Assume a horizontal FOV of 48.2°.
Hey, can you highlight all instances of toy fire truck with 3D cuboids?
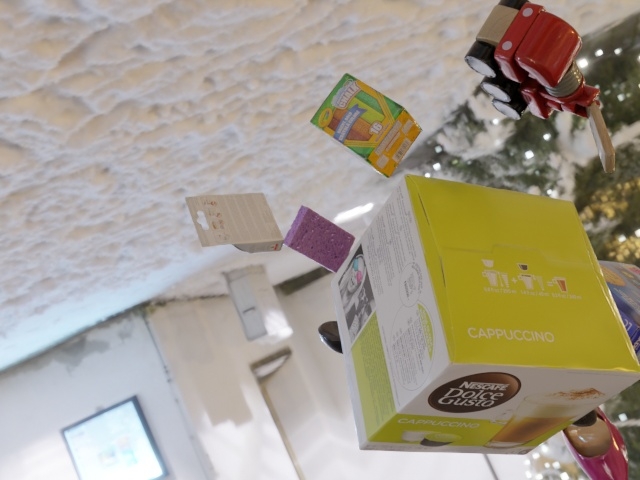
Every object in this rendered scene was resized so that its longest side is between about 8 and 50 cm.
[{"bbox_3d":[0.361,-0.233,1.088,0.158,0.246,0.217,-58,144,-1],"label":"toy fire truck"}]

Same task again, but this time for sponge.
[{"bbox_3d":[0.000,0.000,1.926,0.031,0.117,0.210,20,172,47],"label":"sponge"}]

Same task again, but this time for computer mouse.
[{"bbox_3d":[0.122,0.303,2.113,0.272,0.072,0.188,8,-159,-6],"label":"computer mouse"}]

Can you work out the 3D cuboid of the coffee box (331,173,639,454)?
[{"bbox_3d":[0.250,0.137,1.199,0.338,0.338,0.334,7,142,-20],"label":"coffee box"}]

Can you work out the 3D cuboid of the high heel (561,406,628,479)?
[{"bbox_3d":[0.580,0.404,1.627,0.127,0.377,0.181,-32,159,23],"label":"high heel"}]

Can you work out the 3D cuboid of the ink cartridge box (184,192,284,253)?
[{"bbox_3d":[-0.182,-0.033,1.492,0.179,0.145,0.045,-7,141,-25],"label":"ink cartridge box"}]

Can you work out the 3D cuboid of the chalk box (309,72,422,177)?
[{"bbox_3d":[0.080,-0.251,1.499,0.132,0.213,0.132,-55,152,4],"label":"chalk box"}]

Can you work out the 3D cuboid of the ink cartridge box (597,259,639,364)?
[{"bbox_3d":[0.657,0.170,1.619,0.395,0.270,0.151,4,121,-35],"label":"ink cartridge box"}]

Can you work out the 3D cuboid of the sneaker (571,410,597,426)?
[{"bbox_3d":[0.479,0.356,1.472,0.170,0.051,0.089,4,158,22],"label":"sneaker"}]
